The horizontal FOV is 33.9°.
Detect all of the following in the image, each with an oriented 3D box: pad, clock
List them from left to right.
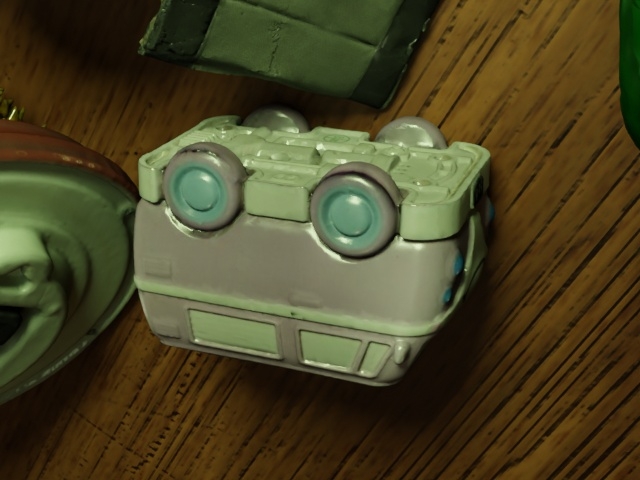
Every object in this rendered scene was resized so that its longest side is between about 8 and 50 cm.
[{"bbox_3d":[-0.256,0.049,0.689,0.318,0.318,0.080,-49,59,32],"label":"clock"},{"bbox_3d":[0.018,-0.179,0.569,0.174,0.022,0.233,7,129,-31],"label":"pad"}]

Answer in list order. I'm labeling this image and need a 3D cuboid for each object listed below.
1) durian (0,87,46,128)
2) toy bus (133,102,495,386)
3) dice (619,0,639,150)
[{"bbox_3d":[-0.248,-0.027,0.735,0.144,0.139,0.252,33,139,-3],"label":"durian"},{"bbox_3d":[0.000,0.000,0.653,0.202,0.142,0.142,9,112,19],"label":"toy bus"},{"bbox_3d":[0.277,-0.158,0.378,0.300,0.287,0.297,8,117,19],"label":"dice"}]
